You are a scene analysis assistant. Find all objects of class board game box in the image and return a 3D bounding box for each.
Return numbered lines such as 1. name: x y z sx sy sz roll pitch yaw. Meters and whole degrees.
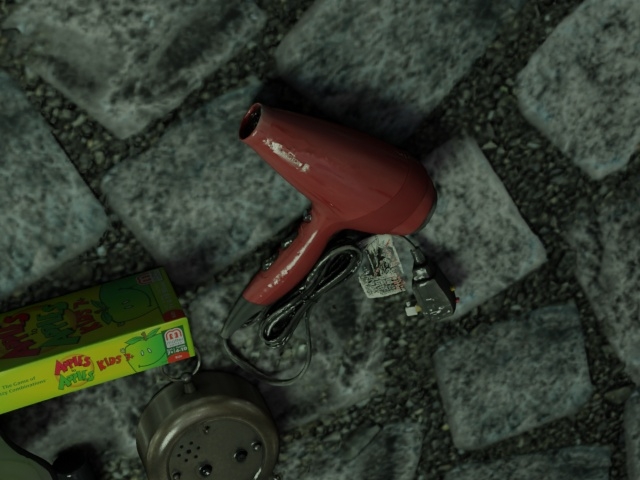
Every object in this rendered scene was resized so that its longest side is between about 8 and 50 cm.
1. board game box: -0.209 0.086 1.710 0.181 0.092 0.043 -16 123 -10

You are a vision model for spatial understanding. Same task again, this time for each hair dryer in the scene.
1. hair dryer: 0.000 0.000 1.741 0.224 0.080 0.293 -22 123 -5

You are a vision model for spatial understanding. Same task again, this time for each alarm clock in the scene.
1. alarm clock: -0.108 0.174 1.817 0.129 0.064 0.192 -21 120 -6

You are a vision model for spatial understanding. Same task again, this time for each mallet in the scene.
1. mallet: -0.283 0.268 1.797 0.190 0.039 0.062 -34 125 -16

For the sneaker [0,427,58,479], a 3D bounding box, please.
1. sneaker: -0.363 0.229 1.724 0.316 0.182 0.127 -1 121 15
